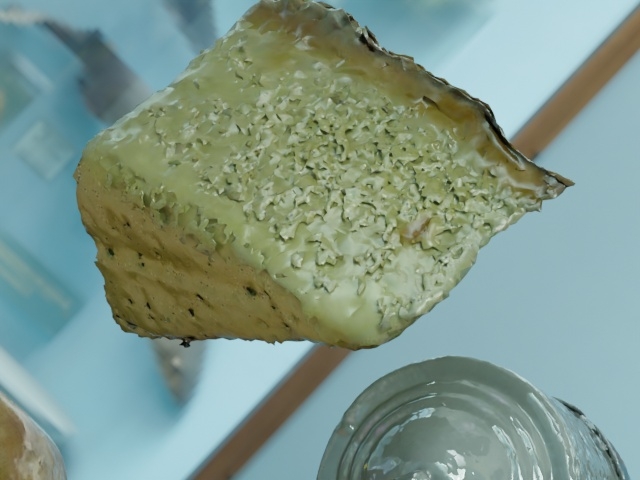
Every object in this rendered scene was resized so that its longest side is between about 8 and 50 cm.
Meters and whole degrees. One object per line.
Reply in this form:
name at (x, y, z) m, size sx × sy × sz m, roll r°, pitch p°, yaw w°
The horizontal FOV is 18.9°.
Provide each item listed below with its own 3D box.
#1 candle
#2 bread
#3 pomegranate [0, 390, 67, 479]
candle at (0.124, 0.209, 1.533) m, size 0.221 × 0.221 × 0.342 m, roll 43°, pitch 2°, yaw 22°
bread at (0.000, 0.000, 1.482) m, size 0.315 × 0.248 × 0.279 m, roll 39°, pitch -28°, yaw 24°
pomegranate at (-0.393, 0.254, 1.906) m, size 0.281 × 0.281 × 0.281 m, roll 44°, pitch -2°, yaw 2°
